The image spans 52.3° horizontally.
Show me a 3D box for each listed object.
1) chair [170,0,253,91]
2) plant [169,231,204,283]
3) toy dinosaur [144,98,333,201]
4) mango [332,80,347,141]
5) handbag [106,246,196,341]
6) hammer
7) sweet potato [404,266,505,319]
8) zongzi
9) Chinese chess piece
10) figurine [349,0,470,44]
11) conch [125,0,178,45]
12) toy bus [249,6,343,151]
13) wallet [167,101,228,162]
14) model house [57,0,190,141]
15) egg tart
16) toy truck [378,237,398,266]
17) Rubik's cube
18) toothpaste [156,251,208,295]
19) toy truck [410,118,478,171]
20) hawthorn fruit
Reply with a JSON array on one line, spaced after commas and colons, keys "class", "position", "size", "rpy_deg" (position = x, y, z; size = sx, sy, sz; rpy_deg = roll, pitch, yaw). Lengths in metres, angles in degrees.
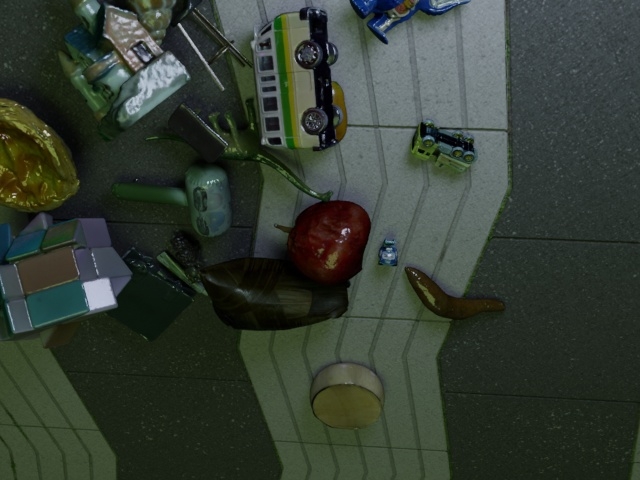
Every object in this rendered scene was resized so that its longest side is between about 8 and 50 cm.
[{"class": "chair", "position": [-0.258, -0.458, 1.489], "size": [0.095, 0.104, 0.222], "rpy_deg": [-42, 112, -8]}, {"class": "plant", "position": [-0.385, 0.054, 1.918], "size": [0.085, 0.087, 0.174], "rpy_deg": [9, 129, 37]}, {"class": "toy dinosaur", "position": [-0.210, -0.207, 1.693], "size": [0.446, 0.087, 0.301], "rpy_deg": [-6, 125, 15]}, {"class": "mango", "position": [0.010, -0.306, 1.600], "size": [0.111, 0.089, 0.163], "rpy_deg": [-11, 116, 0]}, {"class": "handbag", "position": [-0.548, 0.169, 2.014], "size": [0.247, 0.079, 0.260], "rpy_deg": [38, 121, -22]}, {"class": "hammer", "position": [-0.405, -0.122, 1.770], "size": [0.335, 0.119, 0.207], "rpy_deg": [7, 127, 8]}, {"class": "sweet potato", "position": [0.386, 0.181, 1.939], "size": [0.346, 0.079, 0.108], "rpy_deg": [20, 114, -13]}, {"class": "zongzi", "position": [-0.114, 0.130, 1.777], "size": [0.403, 0.208, 0.432], "rpy_deg": [0, 165, 1]}, {"class": "Chinese chess piece", "position": [0.090, 0.531, 2.214], "size": [0.257, 0.104, 0.257], "rpy_deg": [3, 128, 4]}, {"class": "figurine", "position": [0.188, -0.547, 1.390], "size": [0.262, 0.121, 0.164], "rpy_deg": [-27, 129, 3]}, {"class": "conch", "position": [-0.375, -0.537, 1.451], "size": [0.116, 0.106, 0.173], "rpy_deg": [23, 114, -36]}, {"class": "toy bus", "position": [-0.059, -0.361, 1.481], "size": [0.179, 0.143, 0.306], "rpy_deg": [1, 106, 20]}, {"class": "wallet", "position": [-0.304, -0.263, 1.610], "size": [0.156, 0.018, 0.082], "rpy_deg": [42, 123, -9]}, {"class": "model house", "position": [-0.492, -0.415, 1.459], "size": [0.325, 0.194, 0.267], "rpy_deg": [54, 157, -17]}, {"class": "egg tart", "position": [-0.788, -0.228, 1.701], "size": [0.341, 0.132, 0.341], "rpy_deg": [3, 127, 4]}, {"class": "toy truck", "position": [0.193, 0.024, 1.838], "size": [0.056, 0.073, 0.090], "rpy_deg": [3, 128, 3]}, {"class": "Rubik's cube", "position": [-0.735, 0.104, 1.787], "size": [0.387, 0.368, 0.358], "rpy_deg": [-22, 83, 26]}, {"class": "toothpaste", "position": [-0.414, 0.105, 1.985], "size": [0.048, 0.029, 0.197], "rpy_deg": [-29, 118, 38]}, {"class": "toy truck", "position": [0.306, -0.226, 1.640], "size": [0.168, 0.077, 0.100], "rpy_deg": [17, 140, -12]}, {"class": "hawthorn fruit", "position": [0.000, 0.000, 1.754], "size": [0.265, 0.230, 0.210], "rpy_deg": [10, 158, 16]}]
